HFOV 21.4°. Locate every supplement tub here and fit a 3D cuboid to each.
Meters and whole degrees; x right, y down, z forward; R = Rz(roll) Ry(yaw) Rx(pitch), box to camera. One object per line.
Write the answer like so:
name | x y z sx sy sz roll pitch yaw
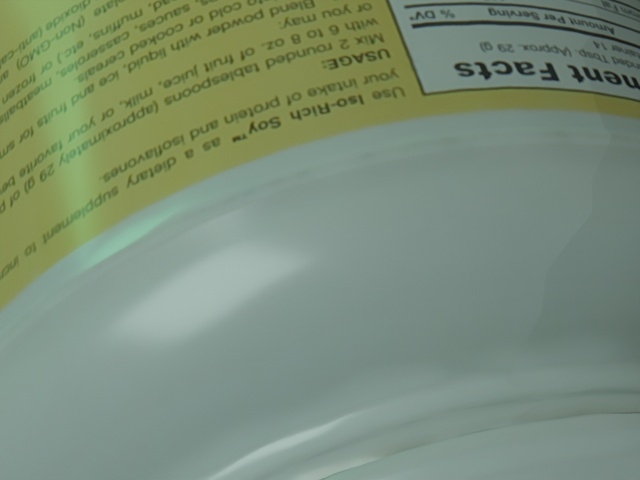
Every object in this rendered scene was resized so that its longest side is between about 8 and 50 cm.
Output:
supplement tub | 0.000 0.000 0.470 0.241 0.241 0.331 -33 49 19
